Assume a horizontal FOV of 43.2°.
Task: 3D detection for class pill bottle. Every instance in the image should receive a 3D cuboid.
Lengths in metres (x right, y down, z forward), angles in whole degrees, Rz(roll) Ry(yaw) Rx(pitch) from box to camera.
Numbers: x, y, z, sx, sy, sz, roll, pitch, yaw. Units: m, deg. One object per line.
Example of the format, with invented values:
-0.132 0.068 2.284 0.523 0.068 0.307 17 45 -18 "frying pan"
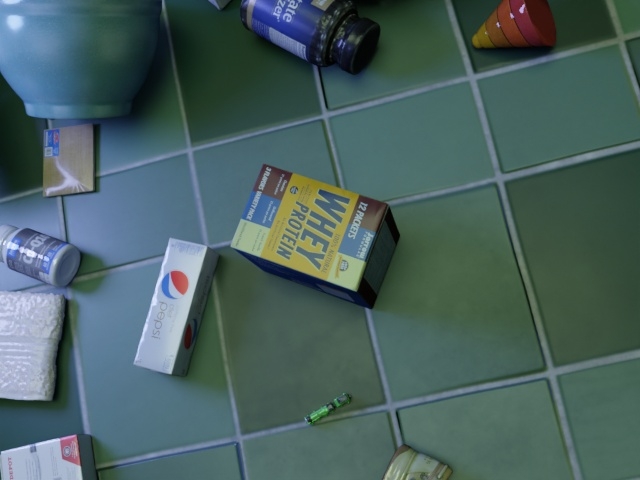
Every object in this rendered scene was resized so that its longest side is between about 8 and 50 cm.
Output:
-0.491 0.024 1.387 0.137 0.078 0.078 19 82 13 "pill bottle"
-0.015 -0.369 1.366 0.219 0.123 0.122 30 84 15 "pill bottle"

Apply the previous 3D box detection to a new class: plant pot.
-0.412 -0.308 1.363 0.293 0.293 0.196 4 105 11 "plant pot"

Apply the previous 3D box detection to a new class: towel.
-0.579 0.173 1.386 0.283 0.049 0.187 2 79 10 "towel"

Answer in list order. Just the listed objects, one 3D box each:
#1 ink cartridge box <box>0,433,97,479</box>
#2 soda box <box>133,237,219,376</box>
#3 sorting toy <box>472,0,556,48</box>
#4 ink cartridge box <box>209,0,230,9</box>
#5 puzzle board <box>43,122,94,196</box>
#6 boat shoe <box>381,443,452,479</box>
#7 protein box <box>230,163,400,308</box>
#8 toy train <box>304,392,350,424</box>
-0.439 0.377 1.312 0.135 0.056 0.099 -14 76 6 "ink cartridge box"
-0.233 0.110 1.325 0.069 0.074 0.216 13 80 12 "soda box"
0.286 -0.467 1.363 0.126 0.127 0.365 -22 70 36 "sorting toy"
-0.221 -0.583 1.453 0.273 0.115 0.198 41 87 15 "ink cartridge box"
-0.450 -0.144 1.452 0.097 0.011 0.128 -6 76 10 "puzzle board"
0.102 0.445 1.177 0.089 0.104 0.285 20 81 16 "boat shoe"
0.000 0.000 1.241 0.200 0.201 0.135 19 82 13 "protein box"
0.011 0.265 1.274 0.083 0.023 0.017 -31 74 2 "toy train"
